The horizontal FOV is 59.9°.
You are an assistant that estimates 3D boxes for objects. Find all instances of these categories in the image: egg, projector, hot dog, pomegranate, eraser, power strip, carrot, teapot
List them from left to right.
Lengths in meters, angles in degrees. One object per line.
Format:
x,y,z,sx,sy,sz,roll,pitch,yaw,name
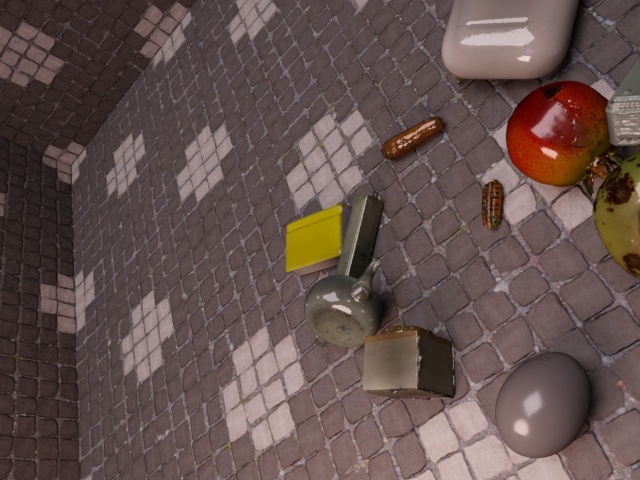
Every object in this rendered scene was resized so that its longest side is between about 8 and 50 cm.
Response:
0.000,0.000,1.566,0.226,0.069,0.158,-18,59,38,eraser
0.058,0.167,1.360,0.294,0.193,0.129,-57,2,44,teapot
0.102,0.002,1.458,0.052,0.078,0.272,2,74,46,power strip
0.240,-0.269,1.457,0.186,0.060,0.060,-27,55,33,carrot
0.385,-0.082,1.251,0.049,0.037,0.122,-13,62,44,hot dog
0.397,0.292,0.991,0.199,0.146,0.146,-54,44,2,egg
0.481,-0.199,1.092,0.210,0.210,0.235,-44,66,22,pomegranate
0.550,-0.029,0.905,0.222,0.276,0.204,54,140,6,pomegranate
0.636,-0.271,0.960,0.192,0.099,0.257,11,47,45,projector

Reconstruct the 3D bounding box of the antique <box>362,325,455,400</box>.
0.193,0.267,1.205,0.151,0.146,0.148,-16,59,40,antique

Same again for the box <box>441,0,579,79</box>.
0.447,-0.544,1.296,0.288,0.141,0.349,11,81,32,box

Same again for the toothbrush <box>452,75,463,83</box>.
0.455,-0.559,1.399,0.375,0.037,0.028,-54,47,8,toothbrush
